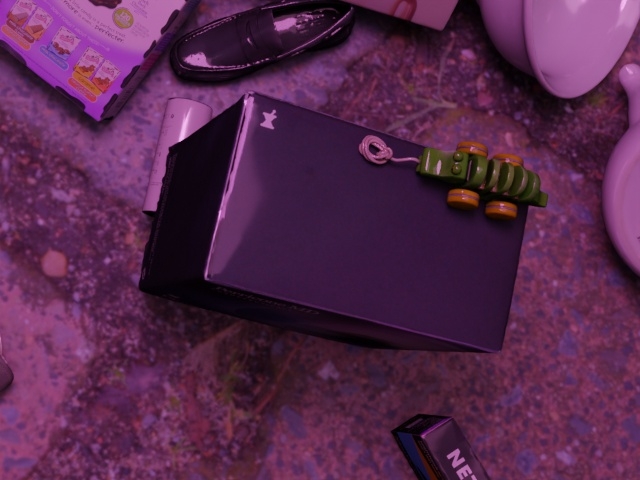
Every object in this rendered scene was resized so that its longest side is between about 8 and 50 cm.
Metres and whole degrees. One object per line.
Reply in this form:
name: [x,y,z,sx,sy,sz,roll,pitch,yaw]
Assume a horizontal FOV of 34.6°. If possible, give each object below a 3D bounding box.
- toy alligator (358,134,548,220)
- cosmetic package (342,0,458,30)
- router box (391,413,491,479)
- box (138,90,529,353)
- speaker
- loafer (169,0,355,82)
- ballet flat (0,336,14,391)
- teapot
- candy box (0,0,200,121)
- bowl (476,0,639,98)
toy alligator: [0.129,-0.061,0.901,0.190,0.051,0.056,15,77,-19]
cosmetic package: [0.026,-0.368,1.167,0.296,0.129,0.153,15,48,-10]
router box: [0.155,0.277,1.129,0.046,0.133,0.179,-31,88,-13]
box: [0.000,0.000,1.033,0.296,0.294,0.182,15,80,-19]
speaker: [-0.163,-0.090,1.166,0.055,0.055,0.136,12,80,-8]
loafer: [-0.066,-0.240,1.191,0.223,0.078,0.076,-17,85,-11]
ballet flat: [-0.395,0.072,1.107,0.068,0.072,0.213,-24,87,-39]
teapot: [0.454,-0.056,1.208,0.252,0.187,0.256,13,107,11]
candy box: [-0.245,-0.259,1.134,0.165,0.070,0.196,39,100,-2]
bowl: [0.267,-0.325,1.196,0.134,0.298,0.298,21,76,36]
